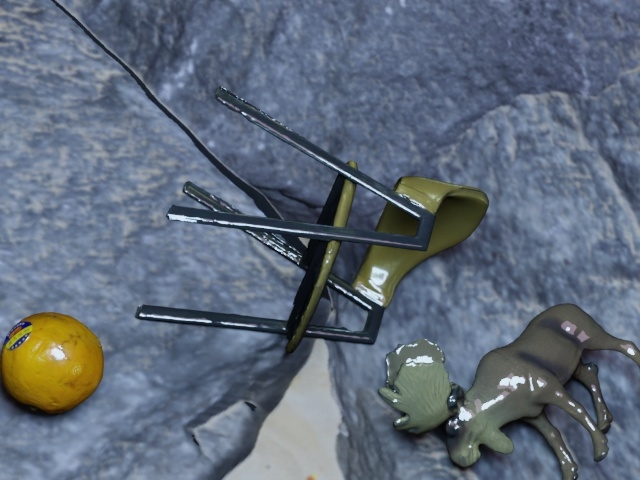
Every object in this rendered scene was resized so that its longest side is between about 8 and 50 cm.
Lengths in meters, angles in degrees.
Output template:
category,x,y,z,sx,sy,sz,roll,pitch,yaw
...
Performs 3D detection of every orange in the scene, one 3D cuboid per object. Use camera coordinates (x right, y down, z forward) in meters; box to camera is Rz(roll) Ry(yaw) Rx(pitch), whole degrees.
category,x,y,z,sx,sy,sz,roll,pitch,yaw
orange,-0.208,0.095,1.337,0.083,0.083,0.083,7,59,-12

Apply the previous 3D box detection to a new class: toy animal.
category,x,y,z,sx,sy,sz,roll,pitch,yaw
toy animal,0.154,0.122,1.427,0.186,0.094,0.214,42,51,5

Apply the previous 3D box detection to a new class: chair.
category,x,y,z,sx,sy,sz,roll,pitch,yaw
chair,0.000,0.000,1.404,0.247,0.159,0.172,21,55,-2
